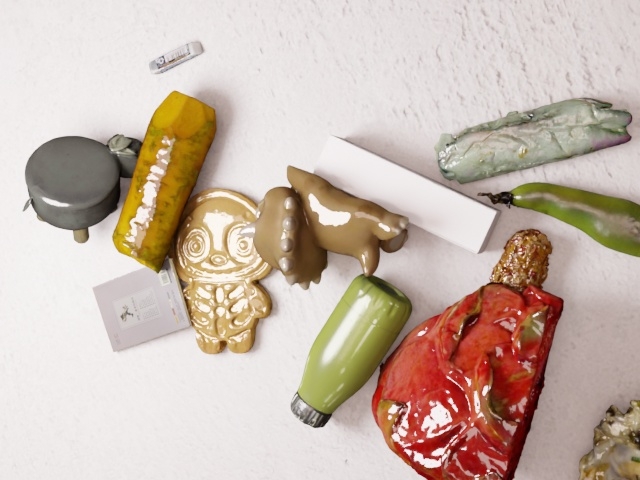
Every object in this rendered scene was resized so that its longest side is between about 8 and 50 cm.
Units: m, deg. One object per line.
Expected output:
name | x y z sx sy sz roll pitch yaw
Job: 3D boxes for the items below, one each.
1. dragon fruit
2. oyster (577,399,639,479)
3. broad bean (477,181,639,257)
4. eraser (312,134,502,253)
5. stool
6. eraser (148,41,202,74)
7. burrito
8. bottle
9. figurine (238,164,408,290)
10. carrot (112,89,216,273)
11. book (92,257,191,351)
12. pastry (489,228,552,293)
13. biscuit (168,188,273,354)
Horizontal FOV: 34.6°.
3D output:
dragon fruit | 0.206 0.212 1.542 0.286 0.228 0.329 28 116 17
oyster | 0.491 0.411 1.571 0.201 0.107 0.355 20 110 35
broad bean | 0.409 -0.040 1.592 0.325 0.067 0.075 18 66 17
eraser | 0.139 -0.075 1.656 0.298 0.078 0.076 26 99 14
stool | -0.400 -0.090 1.777 0.227 0.139 0.153 -9 59 -13
eraser | -0.253 -0.317 1.793 0.099 0.019 0.027 -23 72 16
burrito | 0.329 -0.160 1.606 0.309 0.066 0.096 -12 94 17
bottle | 0.042 0.185 1.676 0.112 0.112 0.260 34 101 13
figurine | -0.003 -0.001 1.649 0.247 0.177 0.173 27 82 9
carrot | -0.268 -0.101 1.744 0.114 0.114 0.302 21 90 15
book | -0.316 0.115 1.812 0.181 0.014 0.127 -20 86 26
pastry | 0.310 0.063 1.620 0.087 0.063 0.170 16 97 12
biscuit | -0.171 0.055 1.773 0.201 0.044 0.289 3 91 16
